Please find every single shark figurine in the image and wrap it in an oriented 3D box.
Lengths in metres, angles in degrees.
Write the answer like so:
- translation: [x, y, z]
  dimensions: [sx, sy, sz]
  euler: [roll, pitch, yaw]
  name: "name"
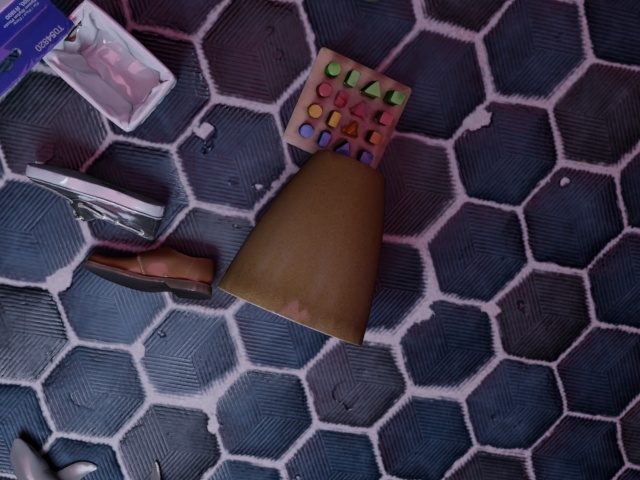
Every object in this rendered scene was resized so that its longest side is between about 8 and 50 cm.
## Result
- translation: [-0.405, 0.451, 1.144]
  dimensions: [0.278, 0.116, 0.166]
  euler: [15, 101, -5]
  name: "shark figurine"

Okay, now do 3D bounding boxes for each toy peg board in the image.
- translation: [0.044, -0.198, 1.063]
  dimensions: [0.161, 0.079, 0.161]
  euler: [23, 98, -8]
  name: "toy peg board"

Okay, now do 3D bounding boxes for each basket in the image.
- translation: [-0.307, -0.258, 1.014]
  dimensions: [0.167, 0.103, 0.113]
  euler: [42, 95, -11]
  name: "basket"

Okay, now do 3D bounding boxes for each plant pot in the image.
- translation: [0.000, 0.000, 1.040]
  dimensions: [0.237, 0.237, 0.254]
  euler: [23, 86, -8]
  name: "plant pot"

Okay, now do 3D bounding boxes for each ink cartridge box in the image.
- translation: [-0.493, -0.302, 0.919]
  dimensions: [0.224, 0.045, 0.223]
  euler: [43, 84, 2]
  name: "ink cartridge box"

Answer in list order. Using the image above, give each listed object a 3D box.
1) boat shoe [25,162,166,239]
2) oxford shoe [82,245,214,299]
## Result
- translation: [-0.357, -0.060, 1.063]
  dimensions: [0.219, 0.078, 0.070]
  euler: [20, 98, -9]
  name: "boat shoe"
- translation: [-0.276, 0.043, 1.104]
  dimensions: [0.212, 0.076, 0.076]
  euler: [9, 70, -4]
  name: "oxford shoe"
